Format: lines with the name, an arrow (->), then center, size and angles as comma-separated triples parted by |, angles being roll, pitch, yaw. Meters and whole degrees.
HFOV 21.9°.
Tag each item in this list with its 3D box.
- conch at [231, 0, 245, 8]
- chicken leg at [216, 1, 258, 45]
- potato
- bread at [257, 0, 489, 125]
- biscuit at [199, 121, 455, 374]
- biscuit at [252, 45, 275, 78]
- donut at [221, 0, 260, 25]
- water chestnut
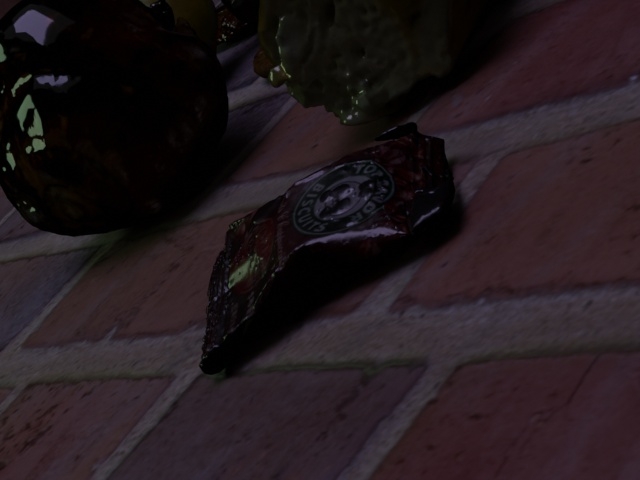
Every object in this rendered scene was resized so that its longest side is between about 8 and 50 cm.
conch -> -0.009, -0.383, 1.941 | 0.240, 0.186, 0.313 | -31, 19, -14
chicken leg -> -0.091, -0.304, 2.184 | 0.205, 0.053, 0.093 | -10, 18, 47
potato -> -0.201, -0.253, 2.069 | 0.157, 0.157, 0.194 | -17, 67, 50
bread -> 0.054, -0.249, 1.517 | 0.196, 0.239, 0.252 | 1, 24, 15
biscuit -> 0.000, -0.003, 1.265 | 0.235, 0.063, 0.151 | -28, 32, 19
biscuit -> 0.000, -0.249, 1.899 | 0.188, 0.027, 0.188 | -34, 20, 15
donut -> -0.051, -0.346, 2.090 | 0.184, 0.073, 0.166 | -45, 46, -14
water chestnut -> -0.228, -0.141, 1.758 | 0.244, 0.289, 0.289 | -13, 2, -33
